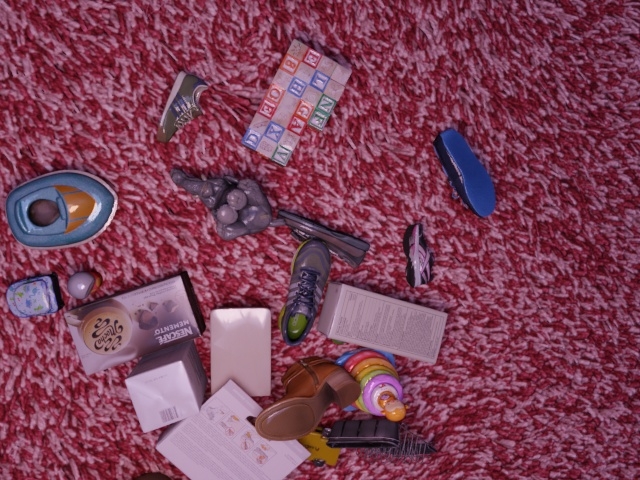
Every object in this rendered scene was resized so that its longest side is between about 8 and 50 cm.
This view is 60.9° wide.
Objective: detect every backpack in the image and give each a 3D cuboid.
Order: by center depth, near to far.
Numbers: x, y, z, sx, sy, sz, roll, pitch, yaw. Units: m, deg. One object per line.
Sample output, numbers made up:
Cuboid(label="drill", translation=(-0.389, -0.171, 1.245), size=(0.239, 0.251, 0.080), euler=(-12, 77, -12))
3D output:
Cuboid(label="backpack", translation=(-0.722, 0.142, 1.368), size=(0.114, 0.084, 0.105), euler=(-12, 93, -4))

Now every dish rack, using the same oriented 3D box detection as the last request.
Cuboid(label="dish rack", translation=(0.171, 0.538, 1.427), size=(0.271, 0.208, 0.074), euler=(42, 47, -37))

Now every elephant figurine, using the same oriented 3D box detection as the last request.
Cuboid(label="elephant figurine", translation=(-0.241, -0.109, 1.393), size=(0.169, 0.239, 0.186), euler=(-34, 129, -23))

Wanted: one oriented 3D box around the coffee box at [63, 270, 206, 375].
Cuboid(label="coffee box", translation=(-0.463, 0.205, 1.388), size=(0.297, 0.119, 0.168), euler=(-18, 95, -6))

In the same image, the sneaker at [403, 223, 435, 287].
Cuboid(label="sneaker", translation=(0.278, 0.038, 1.510), size=(0.077, 0.072, 0.178), euler=(-6, 103, -19))

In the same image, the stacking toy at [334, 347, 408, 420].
Cuboid(label="stacking toy", translation=(0.148, 0.388, 1.387), size=(0.175, 0.302, 0.166), euler=(-10, 95, -9))

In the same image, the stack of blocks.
Cuboid(label="stack of blocks", translation=(-0.065, -0.342, 1.421), size=(0.171, 0.087, 0.297), euler=(28, 90, -9))

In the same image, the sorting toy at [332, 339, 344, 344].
Cuboid(label="sorting toy", translation=(0.038, 0.247, 1.496), size=(0.061, 0.042, 0.102), euler=(-33, 97, -4))

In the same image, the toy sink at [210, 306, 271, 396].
Cuboid(label="toy sink", translation=(-0.207, 0.274, 1.422), size=(0.152, 0.131, 0.234), euler=(-1, 99, -7))

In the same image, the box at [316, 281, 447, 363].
Cuboid(label="box", translation=(0.162, 0.217, 1.448), size=(0.311, 0.121, 0.148), euler=(18, 85, -15))

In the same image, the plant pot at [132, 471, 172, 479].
Cuboid(label="plant pot", translation=(-0.437, 0.701, 1.346), size=(0.256, 0.274, 0.256), euler=(0, 93, -8))

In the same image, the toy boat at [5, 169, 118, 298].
Cuboid(label="toy boat", translation=(-0.615, -0.015, 1.339), size=(0.267, 0.148, 0.318), euler=(-18, 96, -6))

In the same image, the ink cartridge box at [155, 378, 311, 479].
Cuboid(label="ink cartridge box", translation=(-0.216, 0.520, 1.380), size=(0.261, 0.066, 0.296), euler=(-43, 101, 3))

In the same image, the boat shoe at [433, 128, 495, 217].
Cuboid(label="boat shoe", translation=(0.397, -0.184, 1.497), size=(0.109, 0.089, 0.258), euler=(-24, 91, -19))

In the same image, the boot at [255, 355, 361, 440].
Cuboid(label="boot", translation=(-0.063, 0.381, 1.377), size=(0.283, 0.220, 0.109), euler=(-24, 108, -22))

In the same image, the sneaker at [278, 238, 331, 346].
Cuboid(label="sneaker", translation=(-0.036, 0.143, 1.415), size=(0.111, 0.121, 0.300), euler=(10, 104, -8))

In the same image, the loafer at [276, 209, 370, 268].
Cuboid(label="loafer", translation=(0.000, 0.000, 1.453), size=(0.267, 0.096, 0.084), euler=(21, 97, -10))

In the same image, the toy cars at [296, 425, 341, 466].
Cuboid(label="toy cars", translation=(-0.134, 0.581, 1.477), size=(0.393, 0.087, 0.176), euler=(-24, 100, -2))

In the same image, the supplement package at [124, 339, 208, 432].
Cuboid(label="supplement package", translation=(-0.370, 0.346, 1.347), size=(0.139, 0.244, 0.134), euler=(-18, 95, -5))

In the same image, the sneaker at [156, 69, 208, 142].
Cuboid(label="sneaker", translation=(-0.348, -0.333, 1.395), size=(0.086, 0.064, 0.192), euler=(19, 88, -3))
